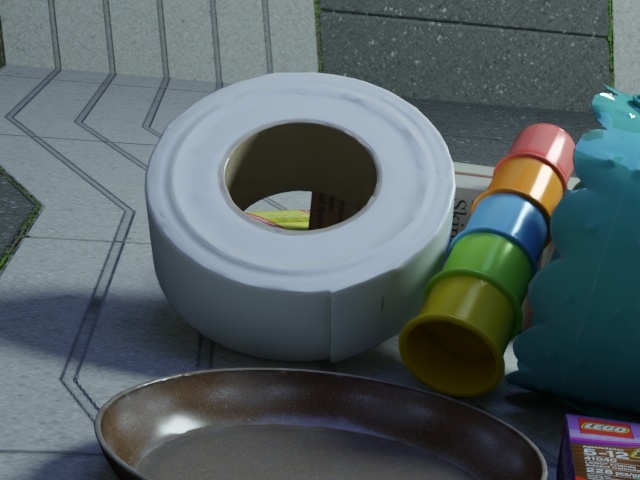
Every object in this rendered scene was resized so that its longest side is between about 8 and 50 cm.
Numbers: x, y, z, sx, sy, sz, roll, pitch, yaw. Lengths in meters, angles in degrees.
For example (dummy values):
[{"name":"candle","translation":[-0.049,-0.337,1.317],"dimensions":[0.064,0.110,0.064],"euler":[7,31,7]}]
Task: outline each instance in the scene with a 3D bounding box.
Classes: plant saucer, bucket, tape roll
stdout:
[{"name":"plant saucer","translation":[-0.002,0.156,1.085],"dimensions":[0.310,0.050,0.310],"euler":[7,13,-2]},{"name":"bucket","translation":[0.281,0.024,1.328],"dimensions":[0.183,0.281,0.281],"euler":[17,14,11]},{"name":"tape roll","translation":[-0.018,-0.026,1.453],"dimensions":[0.286,0.100,0.286],"euler":[1,47,-1]}]

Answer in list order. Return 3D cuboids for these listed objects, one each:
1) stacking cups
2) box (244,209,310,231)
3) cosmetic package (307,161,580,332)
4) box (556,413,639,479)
[{"name":"stacking cups","translation":[0.170,0.002,1.427],"dimensions":[0.096,0.096,0.316],"euler":[11,44,21]},{"name":"box","translation":[0.000,0.000,1.764],"dimensions":[0.232,0.058,0.087],"euler":[-3,16,-37]},{"name":"cosmetic package","translation":[0.138,0.001,1.624],"dimensions":[0.296,0.153,0.129],"euler":[6,14,5]},{"name":"box","translation":[0.309,0.191,1.062],"dimensions":[0.293,0.057,0.201],"euler":[7,12,5]}]
